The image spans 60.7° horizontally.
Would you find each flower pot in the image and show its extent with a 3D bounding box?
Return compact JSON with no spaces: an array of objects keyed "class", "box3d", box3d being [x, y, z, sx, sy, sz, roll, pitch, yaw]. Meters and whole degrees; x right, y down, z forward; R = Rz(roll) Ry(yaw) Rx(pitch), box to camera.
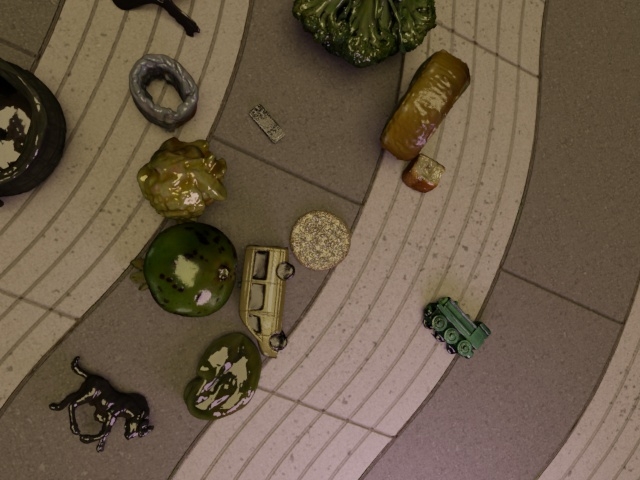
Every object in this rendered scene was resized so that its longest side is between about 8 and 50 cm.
[{"class":"flower pot","box3d":[-0.672,-0.216,1.080,0.302,0.213,0.301,0,90,-12]}]

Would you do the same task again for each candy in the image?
[{"class":"candy","box3d":[0.234,-0.300,1.239,0.118,0.260,0.259,33,84,3]}]

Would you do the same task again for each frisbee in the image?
[{"class":"frisbee","box3d":[-0.336,-0.520,1.192,0.187,0.211,0.012,39,48,-31]}]

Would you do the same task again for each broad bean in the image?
[{"class":"broad bean","box3d":[-0.218,0.316,1.247,0.153,0.072,0.206,43,82,-15]}]

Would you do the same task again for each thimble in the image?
[{"class":"thimble","box3d":[-0.342,-0.322,1.193,0.151,0.118,0.127,43,81,-9]}]

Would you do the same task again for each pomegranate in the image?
[{"class":"pomegranate","box3d":[-0.297,0.062,1.180,0.263,0.211,0.210,0,91,29]}]

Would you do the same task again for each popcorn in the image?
[{"class":"popcorn","box3d":[-0.288,-0.131,1.177,0.187,0.185,0.167,-49,117,-16]}]

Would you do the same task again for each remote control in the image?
[{"class":"remote control","box3d":[-0.126,-0.275,1.288,0.039,0.014,0.096,-41,97,-8]}]

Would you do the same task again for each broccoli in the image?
[{"class":"broccoli","box3d":[0.106,-0.529,1.199,0.304,0.283,0.321,35,66,1]}]

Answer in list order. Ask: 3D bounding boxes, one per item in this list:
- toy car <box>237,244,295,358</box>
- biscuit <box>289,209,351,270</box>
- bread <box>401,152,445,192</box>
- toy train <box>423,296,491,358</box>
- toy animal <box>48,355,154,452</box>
[{"class":"toy car","box3d":[-0.130,0.136,1.249,0.125,0.101,0.256,6,88,-7]},{"class":"biscuit","box3d":[0.000,0.000,1.312,0.152,0.020,0.152,0,91,-10]},{"class":"bread","box3d":[0.251,-0.163,1.335,0.083,0.070,0.076,31,84,-7]},{"class":"toy train","box3d":[0.333,0.212,1.359,0.170,0.071,0.111,47,73,-7]},{"class":"toy animal","box3d":[-0.481,0.366,1.203,0.233,0.084,0.148,44,66,-2]}]
